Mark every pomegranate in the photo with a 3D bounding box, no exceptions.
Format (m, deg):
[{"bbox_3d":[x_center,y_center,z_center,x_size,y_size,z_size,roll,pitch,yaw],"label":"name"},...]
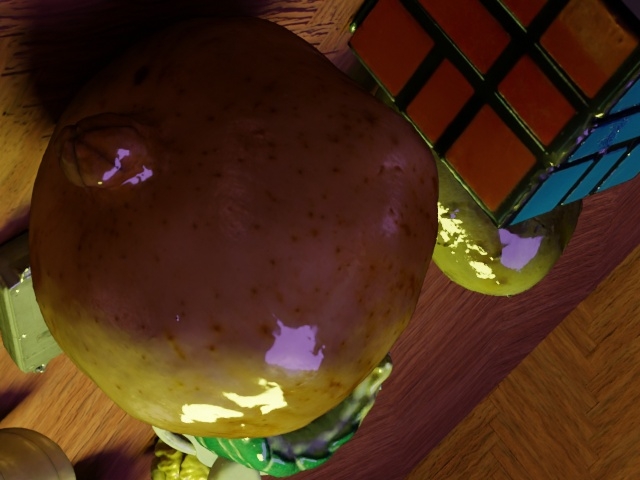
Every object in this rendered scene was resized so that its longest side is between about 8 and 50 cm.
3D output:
[{"bbox_3d":[-0.095,-0.018,1.438,0.410,0.410,0.410,-34,163,-12],"label":"pomegranate"}]

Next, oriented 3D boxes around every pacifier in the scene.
[{"bbox_3d":[-0.130,0.307,2.360,0.227,0.207,0.279,-18,138,18],"label":"pacifier"}]

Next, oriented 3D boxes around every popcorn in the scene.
[{"bbox_3d":[-0.178,0.346,2.570,0.195,0.168,0.173,-74,-178,-46],"label":"popcorn"}]

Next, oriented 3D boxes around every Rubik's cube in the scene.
[{"bbox_3d":[0.252,-0.224,1.706,0.288,0.293,0.283,-22,159,-46],"label":"Rubik's cube"}]

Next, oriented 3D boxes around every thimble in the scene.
[{"bbox_3d":[-0.046,0.173,2.183,0.288,0.167,0.254,-17,113,-40],"label":"thimble"}]

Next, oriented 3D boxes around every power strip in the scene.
[{"bbox_3d":[-0.304,0.065,1.733,0.078,0.052,0.272,-32,161,-18],"label":"power strip"}]

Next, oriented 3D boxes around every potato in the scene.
[{"bbox_3d":[0.176,-0.075,1.879,0.210,0.307,0.173,-46,-155,0],"label":"potato"}]

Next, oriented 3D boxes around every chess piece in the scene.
[{"bbox_3d":[-0.412,0.305,1.894,0.167,0.167,0.300,-41,169,9],"label":"chess piece"}]
